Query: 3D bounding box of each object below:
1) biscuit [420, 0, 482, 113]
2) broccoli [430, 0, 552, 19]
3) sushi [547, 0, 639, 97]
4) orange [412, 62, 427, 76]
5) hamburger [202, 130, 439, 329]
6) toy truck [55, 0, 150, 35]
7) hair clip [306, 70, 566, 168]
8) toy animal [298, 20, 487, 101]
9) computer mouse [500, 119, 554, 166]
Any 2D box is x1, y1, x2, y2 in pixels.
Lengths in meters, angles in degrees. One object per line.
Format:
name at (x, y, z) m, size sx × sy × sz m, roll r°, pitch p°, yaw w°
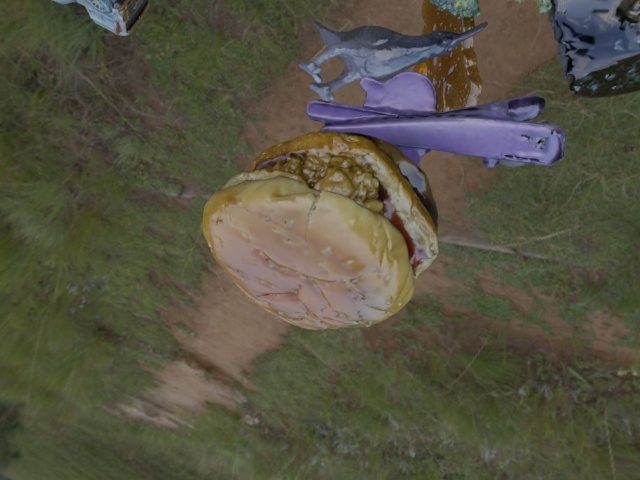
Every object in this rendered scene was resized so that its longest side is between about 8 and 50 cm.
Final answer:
biscuit at (0.277, -0.417, 1.038) m, size 0.186 × 0.044 × 0.294 m, roll -168°, pitch 68°, yaw -69°
broccoli at (0.344, -0.478, 0.781) m, size 0.302 × 0.249 × 0.375 m, roll 41°, pitch 139°, yaw -25°
sushi at (0.342, -0.262, 0.472) m, size 0.219 × 0.225 × 0.238 m, roll -16°, pitch 86°, yaw 36°
orange at (0.342, -0.456, 1.360) m, size 0.178 × 0.155 × 0.177 m, roll -15°, pitch 160°, yaw -6°
hamburger at (0.000, 0.000, 0.525) m, size 0.245 × 0.162 × 0.244 m, roll 15°, pitch 139°, yaw 13°
toy truck at (-0.412, -0.438, 0.793) m, size 0.257 × 0.107 × 0.140 m, roll 26°, pitch 165°, yaw -4°
hair clip at (0.125, -0.119, 0.550) m, size 0.279 × 0.090 × 0.136 m, roll 10°, pitch 124°, yaw 22°
toy animal at (0.056, -0.300, 0.787) m, size 0.367 × 0.206 × 0.081 m, roll 24°, pitch 147°, yaw 44°
computer mouse at (0.279, -0.126, 0.645) m, size 0.039 × 0.066 × 0.096 m, roll 48°, pitch 171°, yaw -6°
